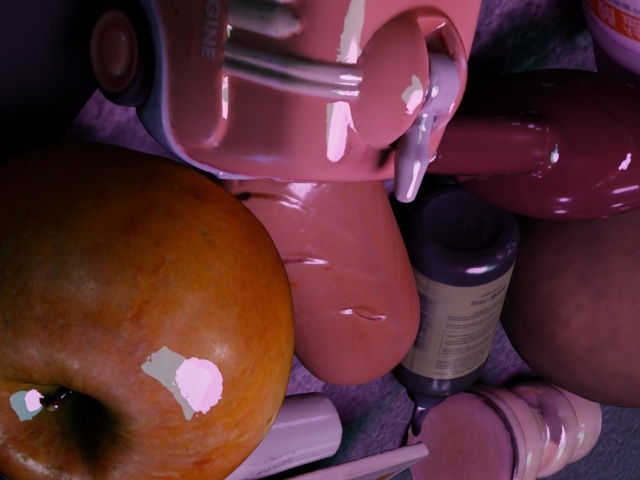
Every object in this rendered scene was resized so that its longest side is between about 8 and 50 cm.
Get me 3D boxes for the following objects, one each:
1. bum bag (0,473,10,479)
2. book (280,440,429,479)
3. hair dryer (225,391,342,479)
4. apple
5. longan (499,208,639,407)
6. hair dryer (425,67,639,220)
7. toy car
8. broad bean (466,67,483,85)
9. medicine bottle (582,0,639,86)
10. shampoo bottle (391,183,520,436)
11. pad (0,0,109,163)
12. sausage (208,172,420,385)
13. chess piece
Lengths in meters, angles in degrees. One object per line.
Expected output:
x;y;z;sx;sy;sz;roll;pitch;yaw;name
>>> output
-0.244;0.195;0.891;0.326;0.080;0.142;-9;95;-18;bum bag
-0.047;0.257;1.213;0.208;0.020;0.295;-38;161;26;book
-0.090;0.113;1.039;0.296;0.119;0.298;16;106;-41;hair dryer
-0.126;0.049;0.821;0.207;0.237;0.237;-71;174;-52;apple
0.303;0.019;1.241;0.297;0.297;0.297;-28;141;-25;longan
0.166;-0.066;0.961;0.340;0.313;0.123;-5;99;-49;hair dryer
0.004;-0.156;0.761;0.180;0.212;0.270;-6;110;-44;toy car
0.104;-0.226;0.972;0.098;0.056;0.318;-43;156;-33;broad bean
0.293;-0.241;1.022;0.202;0.202;0.316;-41;145;-10;medicine bottle
0.112;0.074;1.224;0.101;0.101;0.284;-29;148;-24;shampoo bottle
-0.204;-0.065;0.791;0.243;0.004;0.163;-53;161;3;pad
0.000;-0.001;1.018;0.121;0.121;0.304;-39;145;-12;sausage
0.226;0.214;1.475;0.261;0.143;0.142;-5;128;-49;chess piece
